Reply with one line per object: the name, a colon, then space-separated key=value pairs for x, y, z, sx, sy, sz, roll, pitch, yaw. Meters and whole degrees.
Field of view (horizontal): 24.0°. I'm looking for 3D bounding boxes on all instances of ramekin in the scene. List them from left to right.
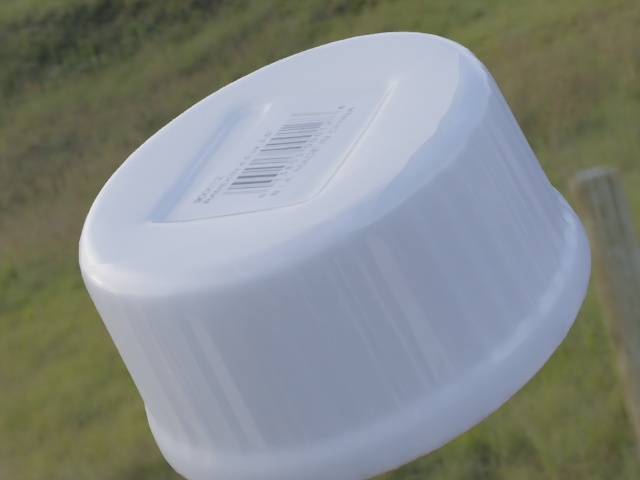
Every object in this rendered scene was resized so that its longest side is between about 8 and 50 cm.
ramekin: x=0.000 y=0.000 z=0.851 sx=0.277 sy=0.135 sz=0.277 roll=-21 pitch=29 yaw=12
